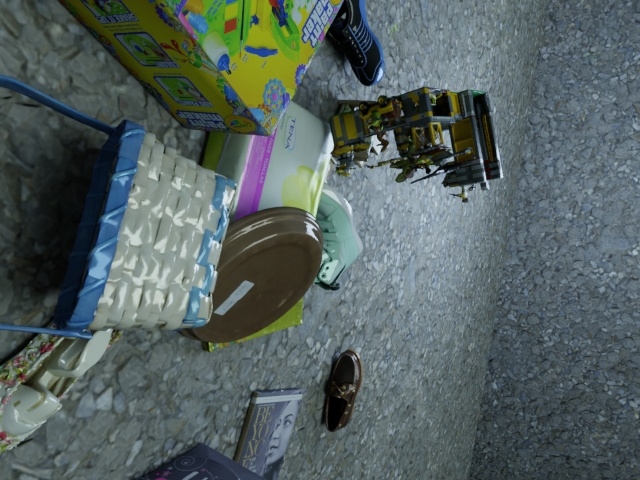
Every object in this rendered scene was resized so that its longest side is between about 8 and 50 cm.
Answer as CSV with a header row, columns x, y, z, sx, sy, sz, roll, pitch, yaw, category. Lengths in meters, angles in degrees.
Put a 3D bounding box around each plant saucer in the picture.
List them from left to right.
x,y,z,sx,sy,sz,roll,pitch,yaw,category
-0.102,0.067,0.783,0.277,0.041,0.278,-29,148,-20,plant saucer

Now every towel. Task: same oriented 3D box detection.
x,y,z,sx,sy,sz,roll,pitch,yaw,category
-0.114,0.134,0.935,0.237,0.021,0.102,-7,107,-49,towel

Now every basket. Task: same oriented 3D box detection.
x,y,z,sx,sy,sz,roll,pitch,yaw,category
-0.256,-0.012,0.546,0.288,0.201,0.255,23,70,-33,basket

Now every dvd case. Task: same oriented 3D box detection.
x,y,z,sx,sy,sz,roll,pitch,yaw,category
-0.115,0.423,1.056,0.164,0.018,0.221,22,82,-56,dvd case

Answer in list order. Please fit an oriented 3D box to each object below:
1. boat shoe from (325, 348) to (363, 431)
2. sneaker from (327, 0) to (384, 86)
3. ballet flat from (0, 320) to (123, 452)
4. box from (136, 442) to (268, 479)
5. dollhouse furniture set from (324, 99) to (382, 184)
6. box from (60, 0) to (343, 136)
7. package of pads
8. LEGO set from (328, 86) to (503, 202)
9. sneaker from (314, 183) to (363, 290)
x,y,z,sx,sy,sz,roll,pitch,yaw,category
0.055,0.375,1.239,0.073,0.073,0.207,-11,109,-56,boat shoe
0.057,-0.401,0.982,0.090,0.081,0.232,-48,130,-32,sneaker
-0.326,0.160,0.605,0.241,0.077,0.091,-58,143,-26,ballet flat
-0.165,0.456,0.786,0.163,0.247,0.142,-10,107,-54,box
0.083,-0.175,1.068,0.161,0.101,0.182,41,67,-53,dollhouse furniture set
-0.131,-0.336,0.633,0.279,0.177,0.290,49,60,-51,box
-0.091,-0.090,0.842,0.229,0.101,0.297,15,89,-56,package of pads
0.182,-0.150,0.906,0.331,0.254,0.192,-17,96,-58,LEGO set
0.001,0.000,1.017,0.151,0.094,0.256,-56,139,-23,sneaker
